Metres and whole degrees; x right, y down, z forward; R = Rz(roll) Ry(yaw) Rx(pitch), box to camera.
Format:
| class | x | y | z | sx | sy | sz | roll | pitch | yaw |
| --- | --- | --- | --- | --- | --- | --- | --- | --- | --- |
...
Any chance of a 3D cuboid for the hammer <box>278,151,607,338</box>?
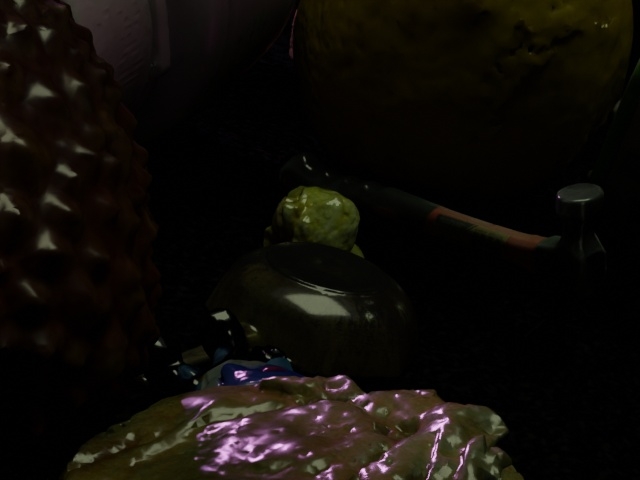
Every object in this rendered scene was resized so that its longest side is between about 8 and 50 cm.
| class | x | y | z | sx | sy | sz | roll | pitch | yaw |
| --- | --- | --- | --- | --- | --- | --- | --- | --- | --- |
| hammer | 0.076 | -0.016 | 1.133 | 0.033 | 0.111 | 0.287 | -25 | 32 | -37 |

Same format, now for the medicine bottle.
| class | x | y | z | sx | sy | sz | roll | pitch | yaw |
| --- | --- | --- | --- | --- | --- | --- | --- | --- | --- |
| medicine bottle | -0.179 | -0.183 | 1.168 | 0.256 | 0.256 | 0.325 | 20 | 32 | 15 |

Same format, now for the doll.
| class | x | y | z | sx | sy | sz | roll | pitch | yaw |
| --- | --- | --- | --- | --- | --- | --- | --- | --- | --- |
| doll | -0.028 | 0.095 | 0.819 | 0.096 | 0.070 | 0.195 | -28 | 33 | -15 |

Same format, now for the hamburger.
| class | x | y | z | sx | sy | sz | roll | pitch | yaw |
| --- | --- | --- | --- | --- | --- | --- | --- | --- | --- |
| hamburger | -0.022 | 0.138 | 0.656 | 0.206 | 0.130 | 0.183 | 7 | 22 | 32 |

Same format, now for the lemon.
| class | x | y | z | sx | sy | sz | roll | pitch | yaw |
| --- | --- | --- | --- | --- | --- | --- | --- | --- | --- |
| lemon | 0.109 | -0.156 | 1.227 | 0.253 | 0.310 | 0.253 | 13 | 46 | -14 |

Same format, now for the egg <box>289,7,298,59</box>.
| class | x | y | z | sx | sy | sz | roll | pitch | yaw |
| --- | --- | --- | --- | --- | --- | --- | --- | --- | --- |
| egg | 0.032 | -0.184 | 1.506 | 0.116 | 0.118 | 0.140 | 52 | -4 | -23 |

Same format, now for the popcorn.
| class | x | y | z | sx | sy | sz | roll | pitch | yaw |
| --- | --- | --- | --- | --- | --- | --- | --- | --- | --- |
| popcorn | 0.001 | 0.000 | 1.088 | 0.083 | 0.068 | 0.060 | 45 | 38 | -23 |

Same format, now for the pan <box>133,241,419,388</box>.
| class | x | y | z | sx | sy | sz | roll | pitch | yaw |
| --- | --- | --- | --- | --- | --- | --- | --- | --- | --- |
| pan | -0.011 | 0.047 | 0.968 | 0.128 | 0.048 | 0.202 | 17 | 21 | 12 |

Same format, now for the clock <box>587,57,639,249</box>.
| class | x | y | z | sx | sy | sz | roll | pitch | yaw |
| --- | --- | --- | --- | --- | --- | --- | --- | --- | --- |
| clock | 0.361 | -0.040 | 1.181 | 0.309 | 0.235 | 0.166 | 25 | 64 | 10 |

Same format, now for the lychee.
| class | x | y | z | sx | sy | sz | roll | pitch | yaw |
| --- | --- | --- | --- | --- | --- | --- | --- | --- | --- |
| lychee | -0.202 | -0.019 | 0.715 | 0.304 | 0.276 | 0.275 | 38 | 28 | 15 |
